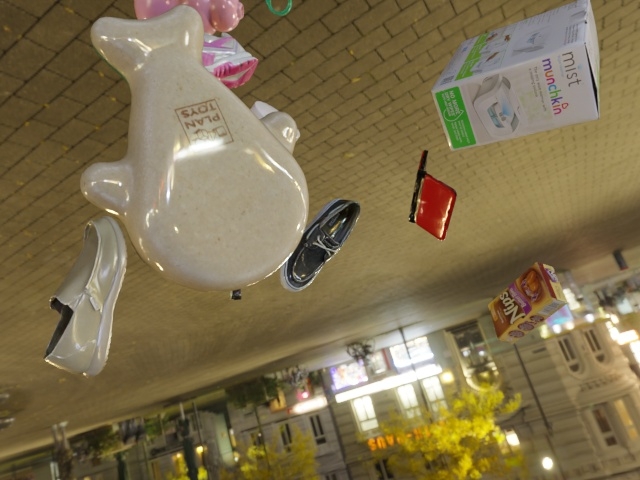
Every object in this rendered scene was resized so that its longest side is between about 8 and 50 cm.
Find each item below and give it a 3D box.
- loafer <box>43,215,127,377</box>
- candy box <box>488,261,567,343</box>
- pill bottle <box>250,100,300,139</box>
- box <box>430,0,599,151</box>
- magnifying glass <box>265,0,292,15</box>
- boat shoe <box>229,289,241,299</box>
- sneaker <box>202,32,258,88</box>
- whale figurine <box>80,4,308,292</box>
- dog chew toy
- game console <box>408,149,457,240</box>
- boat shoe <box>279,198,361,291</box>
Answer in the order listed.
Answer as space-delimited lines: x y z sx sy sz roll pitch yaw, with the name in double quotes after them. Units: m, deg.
-0.384 0.084 0.783 0.092 0.268 0.102 14 159 -41 "loafer"
0.489 0.152 1.152 0.053 0.109 0.186 16 133 -15 "candy box"
-0.194 -0.163 1.141 0.323 0.181 0.182 -49 151 22 "pill bottle"
0.345 -0.290 0.831 0.231 0.126 0.262 -8 -148 34 "box"
-0.209 -0.969 1.870 0.092 0.231 0.026 -49 -178 21 "magnifying glass"
-0.276 0.136 1.593 0.042 0.132 0.048 3 149 -10 "boat shoe"
-0.261 -0.375 1.030 0.252 0.111 0.103 -32 172 -40 "sneaker"
-0.127 -0.082 0.479 0.216 0.271 0.141 -26 -172 -26 "whale figurine"
-0.415 -0.744 1.548 0.332 0.206 0.206 4 163 3 "dog chew toy"
0.237 -0.095 1.007 0.085 0.124 0.143 13 139 11 "game console"
0.000 0.000 1.386 0.121 0.335 0.119 40 157 -20 "boat shoe"
